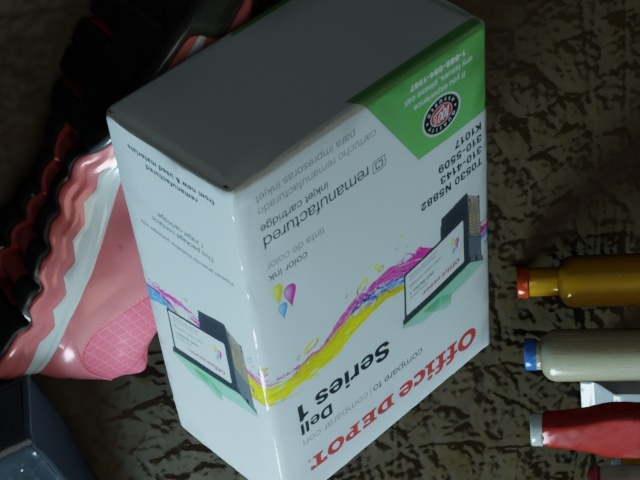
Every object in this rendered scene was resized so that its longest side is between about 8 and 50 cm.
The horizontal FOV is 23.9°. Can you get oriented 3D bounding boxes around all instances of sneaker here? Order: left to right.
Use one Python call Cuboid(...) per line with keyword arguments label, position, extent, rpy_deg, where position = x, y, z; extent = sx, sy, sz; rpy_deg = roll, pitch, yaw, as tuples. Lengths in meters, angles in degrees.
Cuboid(label="sneaker", position=(-0.111, -0.042, 0.975), extent=(0.136, 0.116, 0.314), rpy_deg=(18, 110, -37))

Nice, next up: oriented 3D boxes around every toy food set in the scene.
Cuboid(label="toy food set", position=(0.209, 0.127, 1.163), extent=(0.104, 0.111, 0.232), rpy_deg=(-1, 126, 12))

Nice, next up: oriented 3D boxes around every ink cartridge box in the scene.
Cuboid(label="ink cartridge box", position=(0.000, 0.000, 0.941), extent=(0.201, 0.117, 0.278), rpy_deg=(-36, 140, -27))

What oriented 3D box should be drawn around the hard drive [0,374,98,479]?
Cuboid(label="hard drive", position=(-0.220, 0.215, 1.010), extent=(0.172, 0.054, 0.255), rpy_deg=(-25, 136, -11))
